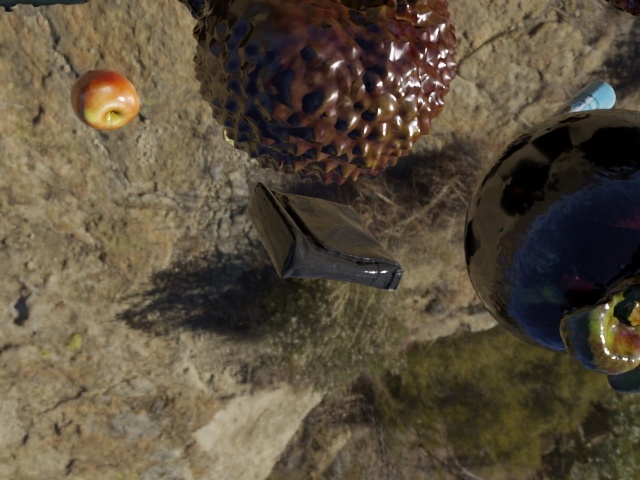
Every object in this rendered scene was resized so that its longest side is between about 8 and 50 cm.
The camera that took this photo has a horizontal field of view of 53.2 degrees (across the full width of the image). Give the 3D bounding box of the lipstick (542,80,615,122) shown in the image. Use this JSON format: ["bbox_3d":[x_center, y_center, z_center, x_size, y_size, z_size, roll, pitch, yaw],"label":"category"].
[{"bbox_3d":[0.337,-0.161,0.864,0.158,0.048,0.048,-38,147,-26],"label":"lipstick"}]

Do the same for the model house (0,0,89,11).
[{"bbox_3d":[-0.381,-0.387,0.648,0.261,0.321,0.266,-8,120,-23],"label":"model house"}]

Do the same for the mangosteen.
[{"bbox_3d":[0.295,0.003,0.676,0.288,0.288,0.288,-10,139,-9],"label":"mangosteen"}]

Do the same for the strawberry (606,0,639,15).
[{"bbox_3d":[0.316,-0.279,0.517,0.220,0.274,0.274,-20,140,3],"label":"strawberry"}]

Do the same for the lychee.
[{"bbox_3d":[-0.001,-0.174,0.638,0.268,0.267,0.267,-10,139,-9],"label":"lychee"}]

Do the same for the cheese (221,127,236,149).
[{"bbox_3d":[-0.269,-0.304,1.913,0.030,0.044,0.083,-23,151,16],"label":"cheese"}]

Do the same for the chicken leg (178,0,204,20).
[{"bbox_3d":[-0.242,-0.501,1.235,0.105,0.063,0.234,-36,94,24],"label":"chicken leg"}]

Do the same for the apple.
[{"bbox_3d":[-0.544,-0.357,1.608,0.163,0.139,0.163,-24,155,-12],"label":"apple"}]

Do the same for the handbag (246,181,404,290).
[{"bbox_3d":[0.000,0.000,1.084,0.223,0.247,0.080,13,114,-30],"label":"handbag"}]
